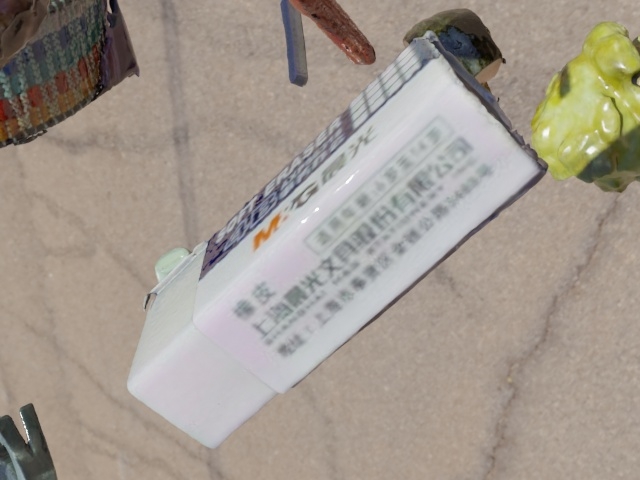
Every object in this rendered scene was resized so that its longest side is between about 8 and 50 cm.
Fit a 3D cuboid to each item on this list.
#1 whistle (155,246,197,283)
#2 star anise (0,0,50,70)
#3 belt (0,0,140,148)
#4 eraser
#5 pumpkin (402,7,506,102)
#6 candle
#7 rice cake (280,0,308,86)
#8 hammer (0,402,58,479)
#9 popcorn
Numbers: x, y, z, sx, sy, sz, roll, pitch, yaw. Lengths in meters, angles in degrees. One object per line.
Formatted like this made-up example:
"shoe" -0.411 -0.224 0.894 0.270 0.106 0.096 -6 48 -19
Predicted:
"whistle" -0.111 0.083 0.869 0.092 0.110 0.244 57 172 32
"star anise" -0.219 -0.240 0.590 0.349 0.108 0.293 -151 62 -74
"belt" -0.362 -0.191 0.903 0.206 0.295 0.161 20 131 27
"eraser" 0.000 0.000 0.556 0.287 0.130 0.086 -42 113 18
"pumpkin" 0.275 -0.304 1.604 0.281 0.139 0.190 55 -177 -32
"candle" 0.006 -0.317 1.167 0.051 0.329 0.048 39 96 25
"rice cake" -0.058 -0.447 1.883 0.036 0.047 0.207 -21 75 60
"hammer" -0.323 0.195 0.817 0.226 0.041 0.159 29 127 38
"popcorn" 0.477 -0.195 1.326 0.242 0.250 0.235 -48 41 35
